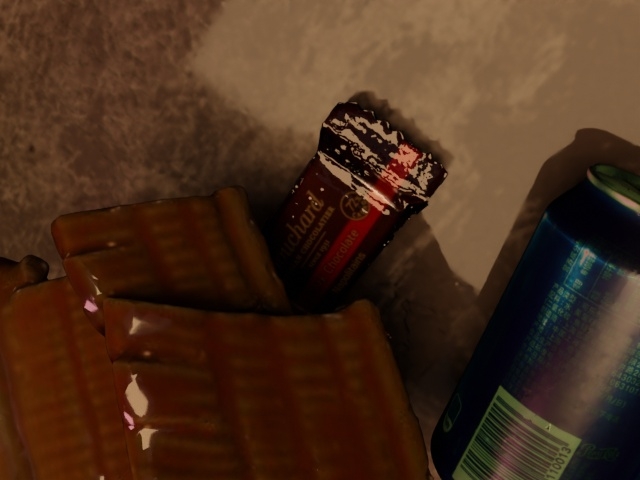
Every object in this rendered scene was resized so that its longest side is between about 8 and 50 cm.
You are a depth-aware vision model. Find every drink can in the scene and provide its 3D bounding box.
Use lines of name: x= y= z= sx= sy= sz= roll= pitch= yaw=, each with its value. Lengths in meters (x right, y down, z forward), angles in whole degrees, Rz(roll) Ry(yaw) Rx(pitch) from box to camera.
drink can: x=0.148 y=0.067 z=0.448 sx=0.118 sy=0.118 sz=0.204 roll=25 pitch=112 yaw=6

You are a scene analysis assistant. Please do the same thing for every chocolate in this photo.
chocolate: x=0.000 y=0.000 z=0.513 sx=0.086 sy=0.028 sz=0.182 roll=33 pitch=115 yaw=0

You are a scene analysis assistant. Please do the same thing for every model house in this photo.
model house: x=-0.061 y=0.085 z=0.473 sx=0.229 sy=0.220 sz=0.199 roll=-18 pitch=72 yaw=19
